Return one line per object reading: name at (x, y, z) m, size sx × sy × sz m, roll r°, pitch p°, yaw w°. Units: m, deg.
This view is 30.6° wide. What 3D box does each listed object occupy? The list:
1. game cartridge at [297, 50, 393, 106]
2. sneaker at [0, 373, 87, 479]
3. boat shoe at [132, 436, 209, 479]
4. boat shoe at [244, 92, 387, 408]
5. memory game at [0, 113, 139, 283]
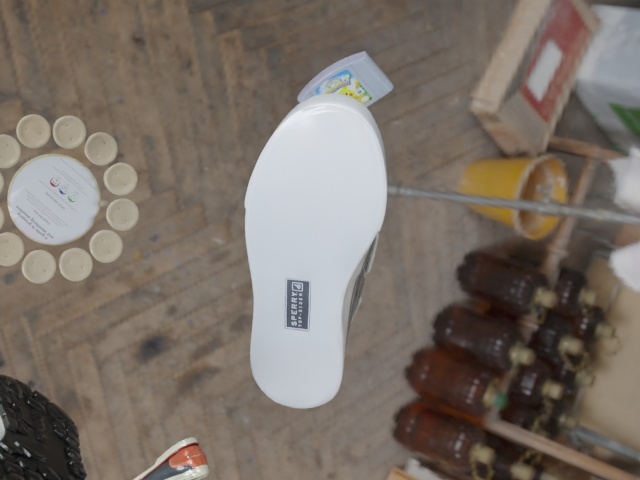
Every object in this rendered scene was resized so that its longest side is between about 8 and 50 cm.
game cartridge at (0.022, -0.146, 1.137) m, size 0.083 × 0.017 × 0.056 m, roll -32°, pitch 121°, yaw 21°
sneaker at (-0.239, 0.209, 0.859) m, size 0.107 × 0.283 × 0.124 m, roll 38°, pitch 92°, yaw -16°
boat shoe at (-0.164, 0.258, 1.224) m, size 0.137 × 0.043 × 0.049 m, roll -44°, pitch 156°, yaw 31°
boat shoe at (0.000, 0.000, 0.963) m, size 0.102 × 0.108 × 0.301 m, roll -73°, pitch 170°, yaw -53°
memory game at (-0.285, -0.044, 1.257) m, size 0.186 × 0.012 × 0.186 m, roll -1°, pitch 92°, yaw -22°
